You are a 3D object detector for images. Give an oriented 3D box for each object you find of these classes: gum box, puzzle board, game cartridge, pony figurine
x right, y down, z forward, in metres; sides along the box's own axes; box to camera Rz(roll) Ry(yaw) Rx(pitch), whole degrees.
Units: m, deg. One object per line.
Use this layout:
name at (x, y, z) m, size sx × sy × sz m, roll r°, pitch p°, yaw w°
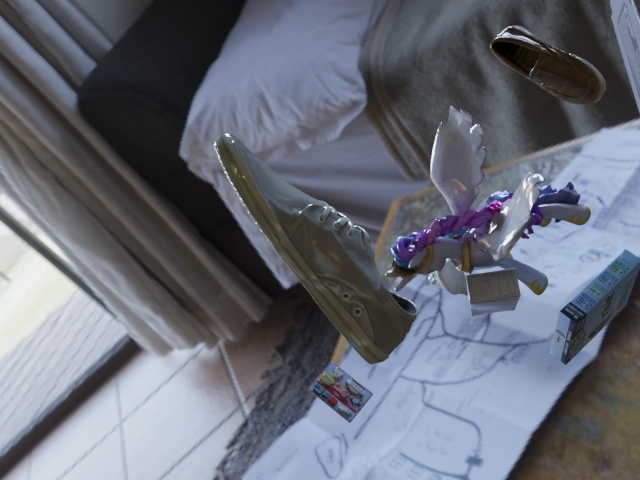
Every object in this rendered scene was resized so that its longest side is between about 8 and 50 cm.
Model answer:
gum box at (0.504, 0.124, 1.351) m, size 0.184 × 0.157 × 0.041 m, roll -39°, pitch 57°, yaw -18°
puzzle board at (0.049, 0.360, 1.755) m, size 0.096 × 0.128 × 0.011 m, roll -45°, pitch -15°, yaw -31°
game cartridge at (0.579, -0.320, 1.288) m, size 0.062 × 0.297 × 0.198 m, roll -14°, pitch -9°, yaw 9°
pony figurine at (0.326, -0.036, 1.400) m, size 0.303 × 0.363 × 0.351 m, roll 61°, pitch 140°, yaw 45°

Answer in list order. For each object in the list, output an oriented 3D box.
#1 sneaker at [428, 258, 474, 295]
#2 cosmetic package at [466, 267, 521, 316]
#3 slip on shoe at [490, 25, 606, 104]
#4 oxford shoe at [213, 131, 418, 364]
sneaker at (0.292, 0.087, 1.731) m, size 0.094 × 0.212 × 0.080 m, roll 10°, pitch 80°, yaw 29°
cosmetic package at (0.351, 0.109, 1.508) m, size 0.098 × 0.239 × 0.061 m, roll -7°, pitch 77°, yaw 10°
slip on shoe at (0.248, -0.191, 0.811) m, size 0.041 × 0.135 × 0.051 m, roll -28°, pitch -27°, yaw -39°
oxford shoe at (0.000, 0.000, 1.139) m, size 0.130 × 0.449 × 0.169 m, roll -38°, pitch 18°, yaw 5°
